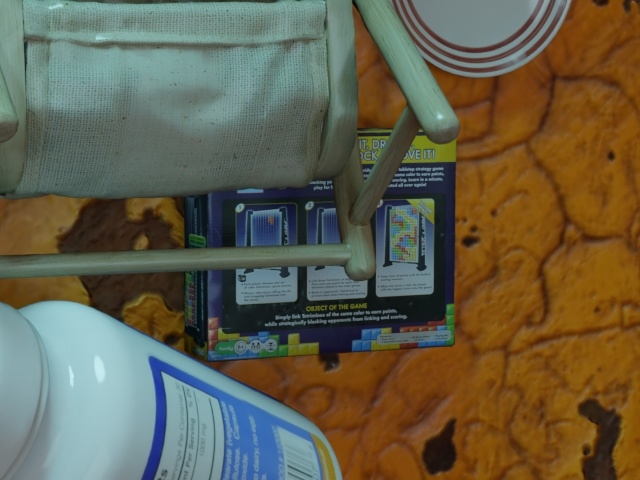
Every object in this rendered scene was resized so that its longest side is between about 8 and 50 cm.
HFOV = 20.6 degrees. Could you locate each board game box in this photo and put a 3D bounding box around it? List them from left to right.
[{"bbox_3d":[0.000,0.000,1.106,0.170,0.048,0.141,-2,95,-23],"label":"board game box"}]

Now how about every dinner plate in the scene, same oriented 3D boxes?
[{"bbox_3d":[0.102,-0.176,1.143,0.141,0.017,0.141,-3,97,-22],"label":"dinner plate"}]

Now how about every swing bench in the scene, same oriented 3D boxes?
[{"bbox_3d":[-0.090,-0.119,0.973,0.253,0.165,0.254,-1,58,-22],"label":"swing bench"}]

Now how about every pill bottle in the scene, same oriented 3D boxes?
[{"bbox_3d":[-0.121,0.123,0.966,0.272,0.152,0.152,31,84,-46],"label":"pill bottle"}]
